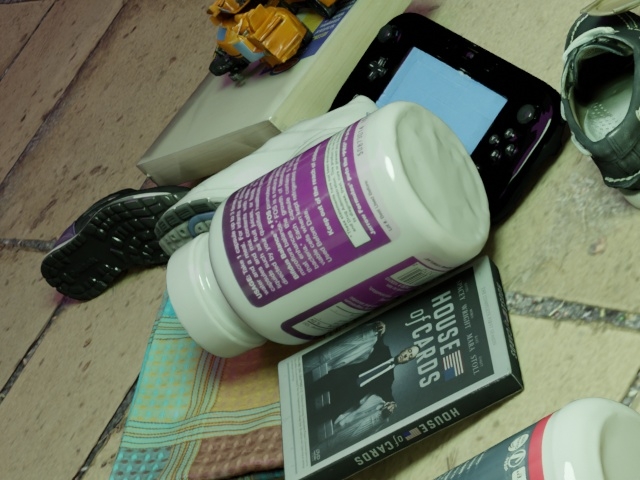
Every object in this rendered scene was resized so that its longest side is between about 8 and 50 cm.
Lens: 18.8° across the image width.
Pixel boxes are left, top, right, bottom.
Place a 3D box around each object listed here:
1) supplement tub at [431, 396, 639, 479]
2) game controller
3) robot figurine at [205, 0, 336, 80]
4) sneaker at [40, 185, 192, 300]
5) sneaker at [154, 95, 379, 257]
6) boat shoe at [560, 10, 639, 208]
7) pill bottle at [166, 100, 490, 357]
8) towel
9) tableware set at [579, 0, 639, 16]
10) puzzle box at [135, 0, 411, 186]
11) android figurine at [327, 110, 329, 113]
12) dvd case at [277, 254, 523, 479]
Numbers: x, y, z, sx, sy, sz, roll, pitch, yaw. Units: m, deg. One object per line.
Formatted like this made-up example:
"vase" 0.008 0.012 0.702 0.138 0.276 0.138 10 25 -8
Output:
"supplement tub" 0.139 0.250 1.401 0.272 0.191 0.191 -34 31 29
"game controller" 0.123 -0.126 1.989 0.166 0.067 0.319 -49 38 -2
"robot figurine" -0.051 -0.282 2.273 0.211 0.085 0.291 -48 17 -6
"sneaker" -0.241 -0.032 2.440 0.283 0.107 0.124 -23 31 41
"sneaker" -0.044 -0.054 2.037 0.297 0.111 0.129 -23 28 27
"boat shoe" 0.276 -0.152 1.815 0.114 0.091 0.302 -41 28 17
"pill bottle" 0.000 0.000 1.876 0.301 0.169 0.169 -28 34 29
"towel" -0.071 0.102 2.004 0.271 0.040 0.370 -14 40 26
"tableware set" 0.339 -0.244 1.841 0.141 0.020 0.169 -29 22 -27
"puzzle box" -0.056 -0.197 2.330 0.272 0.052 0.409 -53 18 -20
"android figurine" 0.033 -0.133 2.205 0.248 0.056 0.273 -22 36 42
"dvd case" 0.069 0.126 1.799 0.239 0.029 0.179 -29 33 16
